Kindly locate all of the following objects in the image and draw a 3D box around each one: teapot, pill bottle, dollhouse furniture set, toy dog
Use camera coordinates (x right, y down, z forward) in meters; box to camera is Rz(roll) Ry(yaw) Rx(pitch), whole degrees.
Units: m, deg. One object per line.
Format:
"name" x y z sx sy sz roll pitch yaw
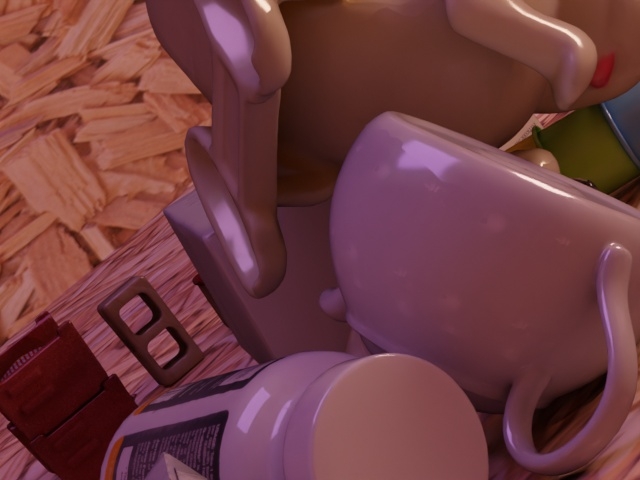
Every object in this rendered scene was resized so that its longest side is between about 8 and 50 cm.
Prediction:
"teapot" 0.108 0.037 1.328 0.187 0.252 0.256 -68 -13 6
"pill bottle" -0.021 0.158 1.298 0.162 0.162 0.278 -44 13 -31
"dollhouse furniture set" -0.188 0.095 2.145 0.374 0.152 0.201 -40 11 -14
"toy dog" 0.085 -0.172 1.582 0.408 0.284 0.395 -13 37 -17

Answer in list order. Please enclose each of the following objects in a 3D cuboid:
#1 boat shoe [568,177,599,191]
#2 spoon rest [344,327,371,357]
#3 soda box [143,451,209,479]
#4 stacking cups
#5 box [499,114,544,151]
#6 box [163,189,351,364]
"boat shoe" 0.130 0.028 1.575 0.233 0.084 0.079 -38 6 -15
"spoon rest" 0.029 0.114 1.507 0.276 0.084 0.137 -35 50 7
"soda box" -0.129 0.269 1.128 0.286 0.098 0.091 -56 10 2
"stacking cups" 0.282 -0.108 1.667 0.316 0.096 0.096 -32 11 12
"box" 0.104 -0.180 2.032 0.094 0.275 0.113 -24 18 49
"box" 0.000 0.000 1.835 0.215 0.168 0.345 -31 9 -6
